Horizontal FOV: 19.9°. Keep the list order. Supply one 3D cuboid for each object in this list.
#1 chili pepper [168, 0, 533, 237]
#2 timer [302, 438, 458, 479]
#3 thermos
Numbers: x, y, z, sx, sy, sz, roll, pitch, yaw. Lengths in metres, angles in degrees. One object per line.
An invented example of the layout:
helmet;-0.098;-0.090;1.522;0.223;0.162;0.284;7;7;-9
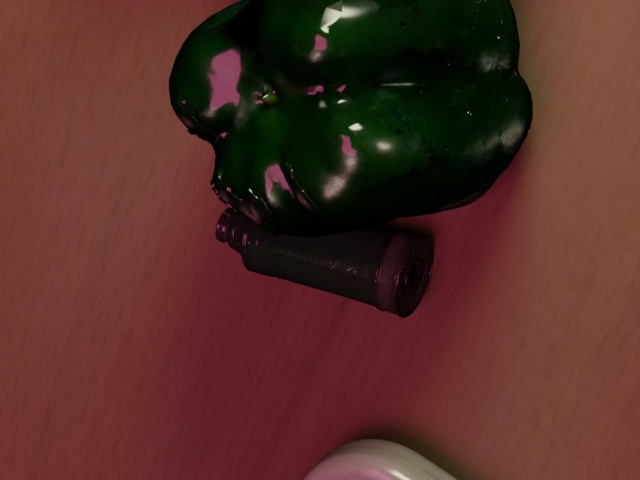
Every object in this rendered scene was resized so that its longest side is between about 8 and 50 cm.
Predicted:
chili pepper;0.025;-0.113;1.416;0.249;0.257;0.233;-32;86;34
timer;0.067;0.312;1.632;0.237;0.087;0.262;35;119;13
thermos;-0.002;0.004;1.571;0.188;0.073;0.083;15;115;23
